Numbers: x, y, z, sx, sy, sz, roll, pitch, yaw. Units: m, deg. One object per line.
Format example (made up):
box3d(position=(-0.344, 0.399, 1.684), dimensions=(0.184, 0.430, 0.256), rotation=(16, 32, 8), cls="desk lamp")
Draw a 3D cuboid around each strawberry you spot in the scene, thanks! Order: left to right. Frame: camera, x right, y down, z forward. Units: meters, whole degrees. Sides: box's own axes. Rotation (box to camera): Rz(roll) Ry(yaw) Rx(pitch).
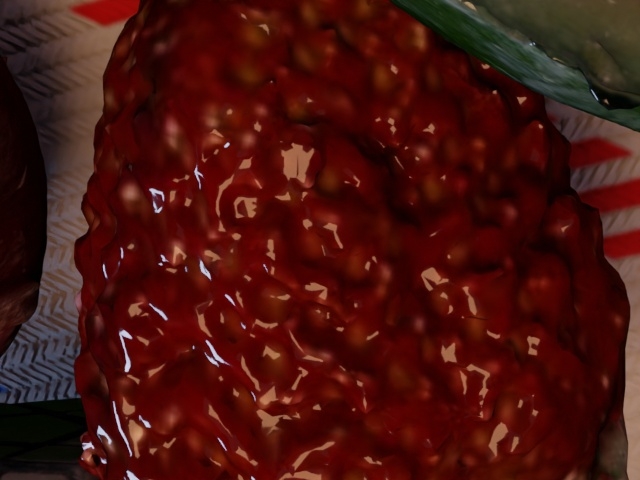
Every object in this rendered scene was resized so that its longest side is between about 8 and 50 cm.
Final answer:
box3d(position=(-0.002, 0.000, 0.896), dimensions=(0.292, 0.292, 0.343), rotation=(-9, 98, 21), cls="strawberry")

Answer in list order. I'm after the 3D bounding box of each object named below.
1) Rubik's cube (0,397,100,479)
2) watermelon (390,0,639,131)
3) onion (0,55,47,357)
box3d(position=(-0.162, 0.231, 1.041), dimensions=(0.319, 0.264, 0.319), rotation=(-13, 127, -18), cls="Rubik's cube")
box3d(position=(0.157, -0.130, 0.748), dimensions=(0.264, 0.302, 0.151), rotation=(20, 154, -7), cls="watermelon")
box3d(position=(-0.291, -0.027, 0.938), dimensions=(0.314, 0.232, 0.314), rotation=(9, 120, 15), cls="onion")
